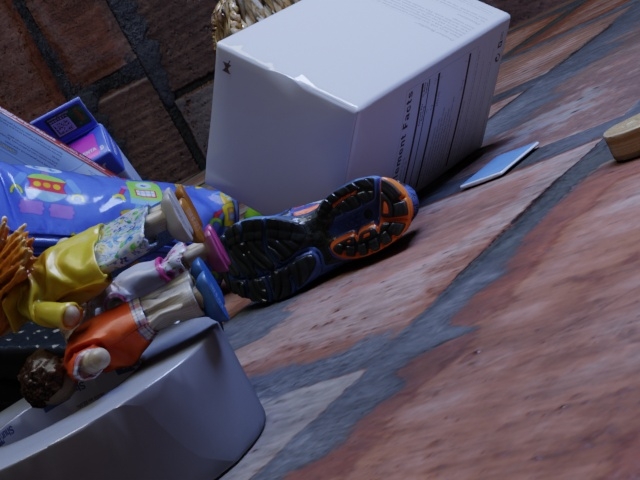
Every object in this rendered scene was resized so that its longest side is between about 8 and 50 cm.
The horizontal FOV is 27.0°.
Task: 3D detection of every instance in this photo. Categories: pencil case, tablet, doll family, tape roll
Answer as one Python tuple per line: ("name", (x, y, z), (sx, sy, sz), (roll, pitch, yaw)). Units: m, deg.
("pencil case", (-0.234, -0.010, 1.406), (0.306, 0.119, 0.133), (5, 23, -26))
("tablet", (0.177, -0.074, 1.311), (0.054, 0.006, 0.083), (-20, 12, 42))
("doll family", (-0.159, 0.021, 0.902), (0.163, 0.118, 0.263), (-27, 8, 1))
("tape roll", (-0.146, 0.132, 0.849), (0.219, 0.072, 0.219), (-27, 9, 5))

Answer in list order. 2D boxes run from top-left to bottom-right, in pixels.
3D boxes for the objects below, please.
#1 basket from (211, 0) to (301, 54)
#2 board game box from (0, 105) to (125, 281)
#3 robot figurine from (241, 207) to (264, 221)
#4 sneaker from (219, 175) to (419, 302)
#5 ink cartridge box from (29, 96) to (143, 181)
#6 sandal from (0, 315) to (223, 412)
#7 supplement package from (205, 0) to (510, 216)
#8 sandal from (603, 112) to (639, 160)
("basket", (-0.018, -0.200, 1.702), (0.213, 0.299, 0.223), (-31, 11, -13))
("board game box", (-0.305, -0.034, 1.538), (0.145, 0.281, 0.027), (-58, 4, 9))
("robot figurine", (-0.036, -0.019, 1.445), (0.115, 0.067, 0.101), (-22, -2, 34))
("sneaker", (0.000, 0.000, 1.236), (0.221, 0.083, 0.087), (-17, -1, 28))
("ink cartridge box", (-0.300, -0.024, 1.652), (0.186, 0.311, 0.065), (-27, 48, 2))
("sandal", (-0.273, 0.123, 1.295), (0.446, 0.107, 0.167), (-2, 23, 43))
("supplement package", (0.040, -0.149, 1.406), (0.177, 0.175, 0.293), (29, 41, 25))
("sandal", (0.321, -0.144, 1.024), (0.240, 0.079, 0.088), (-24, 9, 21))
